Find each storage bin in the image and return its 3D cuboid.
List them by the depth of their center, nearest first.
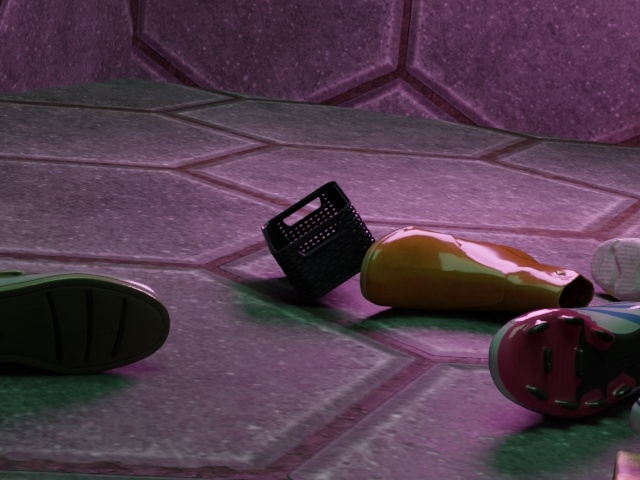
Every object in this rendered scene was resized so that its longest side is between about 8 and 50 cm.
[{"bbox_3d":[0.000,0.000,1.972,0.122,0.084,0.180,-33,15,1],"label":"storage bin"}]

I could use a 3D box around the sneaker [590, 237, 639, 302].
[{"bbox_3d":[0.491,0.061,2.072,0.126,0.091,0.240,19,0,-40],"label":"sneaker"}]

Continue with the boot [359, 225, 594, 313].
[{"bbox_3d":[0.209,0.050,1.910,0.211,0.104,0.295,14,11,37],"label":"boot"}]

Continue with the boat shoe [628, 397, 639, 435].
[{"bbox_3d":[0.369,0.143,1.194,0.258,0.084,0.095,10,6,39],"label":"boat shoe"}]

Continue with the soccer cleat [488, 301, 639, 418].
[{"bbox_3d":[0.279,0.127,1.616,0.331,0.116,0.143,-2,-2,-39],"label":"soccer cleat"}]

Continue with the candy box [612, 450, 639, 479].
[{"bbox_3d":[0.370,0.241,1.112,0.317,0.087,0.183,8,10,12],"label":"candy box"}]

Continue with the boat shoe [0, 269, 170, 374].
[{"bbox_3d":[-0.311,0.075,1.554,0.302,0.113,0.103,0,19,-20],"label":"boat shoe"}]
